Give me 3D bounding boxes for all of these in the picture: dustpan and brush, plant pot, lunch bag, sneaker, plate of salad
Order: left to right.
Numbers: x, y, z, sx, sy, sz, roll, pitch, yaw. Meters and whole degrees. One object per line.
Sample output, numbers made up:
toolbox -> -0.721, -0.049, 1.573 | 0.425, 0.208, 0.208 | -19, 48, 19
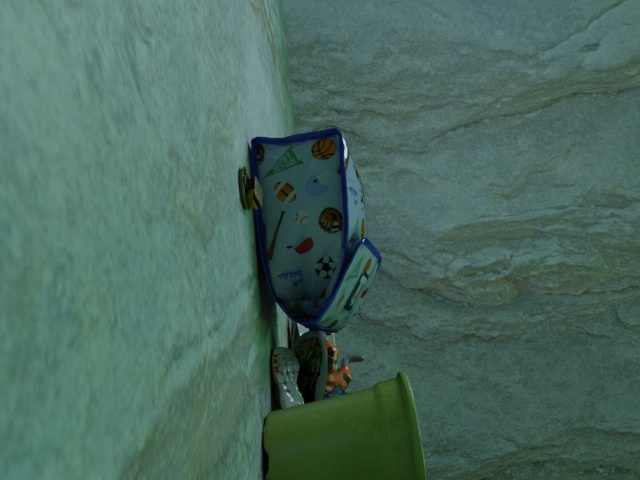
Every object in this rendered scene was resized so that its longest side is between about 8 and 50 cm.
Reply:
sneaker -> -0.077, 0.289, 1.143 | 0.065, 0.061, 0.158 | -56, -148, 39
dustpan and brush -> -0.068, 0.248, 1.635 | 0.147, 0.060, 0.211 | 107, -11, -57
plate of salad -> -0.045, 0.288, 1.196 | 0.200, 0.048, 0.200 | -38, -136, 48
lunch bag -> 0.000, 0.000, 1.231 | 0.328, 0.238, 0.386 | 44, 42, -73
plant pot -> 0.037, 0.378, 0.987 | 0.276, 0.253, 0.276 | -6, 90, -90

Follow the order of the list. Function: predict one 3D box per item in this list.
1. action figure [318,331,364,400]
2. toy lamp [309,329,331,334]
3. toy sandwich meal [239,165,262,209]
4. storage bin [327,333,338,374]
action figure -> 0.017, 0.423, 1.517 | 0.342, 0.178, 0.330 | 72, 30, -43
toy lamp -> -0.017, 0.344, 1.670 | 0.080, 0.080, 0.275 | 80, 18, -76
toy sandwich meal -> -0.120, -0.090, 0.995 | 0.085, 0.029, 0.086 | -6, 90, -89
storage bin -> 0.018, 0.580, 2.468 | 0.262, 0.123, 0.261 | -95, 178, -64
